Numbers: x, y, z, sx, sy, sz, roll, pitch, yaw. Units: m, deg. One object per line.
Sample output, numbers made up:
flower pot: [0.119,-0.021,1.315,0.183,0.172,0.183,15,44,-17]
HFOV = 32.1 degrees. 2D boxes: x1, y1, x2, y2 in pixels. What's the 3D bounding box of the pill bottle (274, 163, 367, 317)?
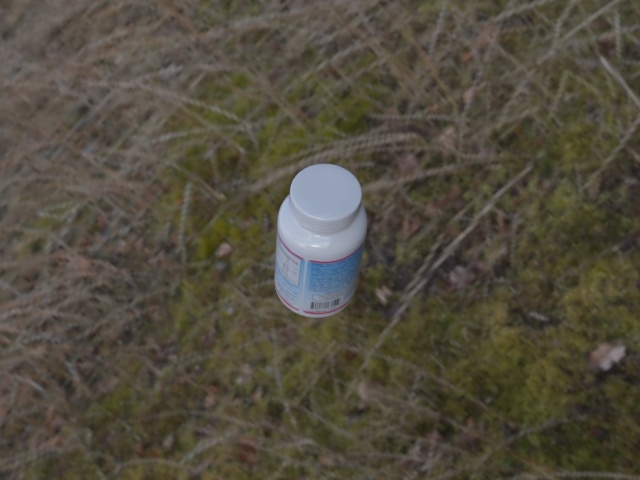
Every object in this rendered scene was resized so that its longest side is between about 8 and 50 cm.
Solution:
pill bottle: [0.000,0.000,1.080,0.087,0.160,0.087,2,55,-4]
